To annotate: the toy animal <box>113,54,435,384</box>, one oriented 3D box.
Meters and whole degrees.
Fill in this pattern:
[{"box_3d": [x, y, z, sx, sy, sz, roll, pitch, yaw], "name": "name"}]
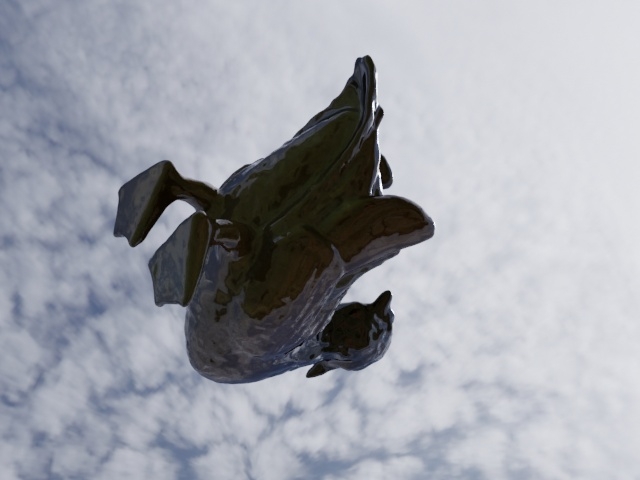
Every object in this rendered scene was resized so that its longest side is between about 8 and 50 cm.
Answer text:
[{"box_3d": [0.000, 0.000, 0.652, 0.188, 0.179, 0.089, -53, -137, 20], "name": "toy animal"}]
